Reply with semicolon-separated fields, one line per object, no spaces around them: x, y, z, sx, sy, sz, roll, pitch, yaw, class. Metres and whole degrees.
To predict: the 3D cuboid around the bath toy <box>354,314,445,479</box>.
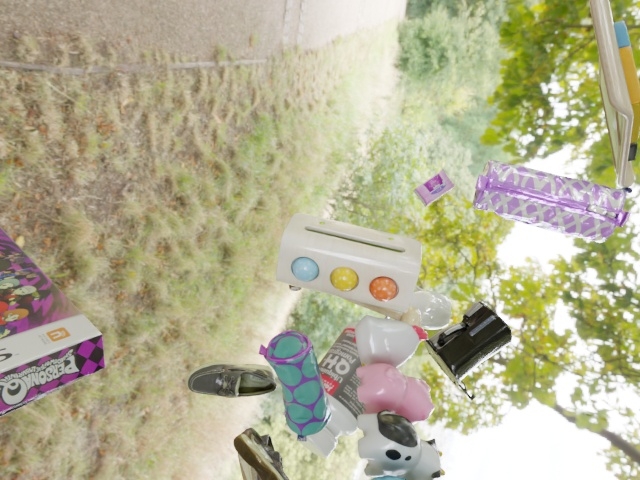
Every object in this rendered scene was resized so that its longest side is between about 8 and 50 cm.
0.129;0.265;0.739;0.348;0.128;0.151;-88;164;-52;bath toy

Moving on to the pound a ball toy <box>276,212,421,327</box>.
0.072;0.091;0.950;0.136;0.319;0.208;-67;170;-57;pound a ball toy

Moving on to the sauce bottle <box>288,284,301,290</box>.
-0.077;0.087;1.377;0.042;0.042;0.128;67;17;-56;sauce bottle

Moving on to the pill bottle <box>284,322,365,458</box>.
0.055;0.384;1.191;0.318;0.176;0.176;-49;147;-29;pill bottle

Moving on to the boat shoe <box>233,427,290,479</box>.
-0.092;0.405;0.839;0.049;0.152;0.056;-32;164;-50;boat shoe

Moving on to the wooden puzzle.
0.472;-0.229;0.727;0.238;0.044;0.221;34;54;-49;wooden puzzle

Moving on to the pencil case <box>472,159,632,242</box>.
0.330;-0.058;0.674;0.088;0.206;0.086;-38;141;-68;pencil case

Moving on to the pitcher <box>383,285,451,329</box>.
0.323;0.201;1.532;0.125;0.207;0.178;88;12;-59;pitcher

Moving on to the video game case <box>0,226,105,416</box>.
-0.317;0.067;0.344;0.210;0.232;0.042;-19;127;-45;video game case

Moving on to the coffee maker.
0.370;0.260;1.110;0.178;0.171;0.120;-34;163;-5;coffee maker

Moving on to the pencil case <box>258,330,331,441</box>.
-0.031;0.196;0.625;0.064;0.070;0.152;-84;164;-60;pencil case

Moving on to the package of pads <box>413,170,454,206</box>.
0.264;-0.121;1.076;0.083;0.050;0.032;-35;173;-5;package of pads

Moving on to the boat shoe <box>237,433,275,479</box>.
-0.114;0.580;1.067;0.092;0.285;0.103;-34;130;-2;boat shoe

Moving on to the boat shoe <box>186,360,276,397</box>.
-0.213;0.348;1.137;0.223;0.073;0.080;7;95;-26;boat shoe
